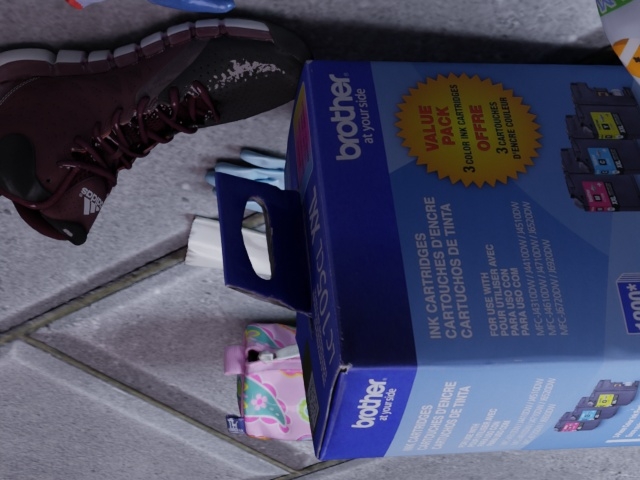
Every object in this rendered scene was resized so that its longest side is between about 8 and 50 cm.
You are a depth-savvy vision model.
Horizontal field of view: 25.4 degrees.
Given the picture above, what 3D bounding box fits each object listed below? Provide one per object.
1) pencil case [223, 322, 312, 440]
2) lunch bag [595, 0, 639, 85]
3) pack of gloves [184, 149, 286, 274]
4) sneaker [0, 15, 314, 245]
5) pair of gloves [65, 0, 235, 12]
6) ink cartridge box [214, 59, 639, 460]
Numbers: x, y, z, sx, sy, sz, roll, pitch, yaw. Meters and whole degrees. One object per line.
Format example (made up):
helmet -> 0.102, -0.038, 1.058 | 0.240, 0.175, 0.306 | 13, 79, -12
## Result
pencil case -> 0.050, 0.139, 1.426 | 0.284, 0.124, 0.124 | -1, 147, 9
lunch bag -> 0.277, -0.138, 0.869 | 0.115, 0.243, 0.303 | -10, 146, 36
pack of gloves -> 0.000, 0.000, 1.287 | 0.232, 0.046, 0.195 | 8, 147, -8
sneaker -> -0.141, -0.070, 1.080 | 0.281, 0.163, 0.106 | -7, 146, 15
pair of gloves -> -0.126, -0.221, 0.978 | 0.159, 0.023, 0.198 | -6, 147, 12
ink cartridge box -> 0.121, 0.011, 1.044 | 0.395, 0.270, 0.151 | -2, 146, -8
